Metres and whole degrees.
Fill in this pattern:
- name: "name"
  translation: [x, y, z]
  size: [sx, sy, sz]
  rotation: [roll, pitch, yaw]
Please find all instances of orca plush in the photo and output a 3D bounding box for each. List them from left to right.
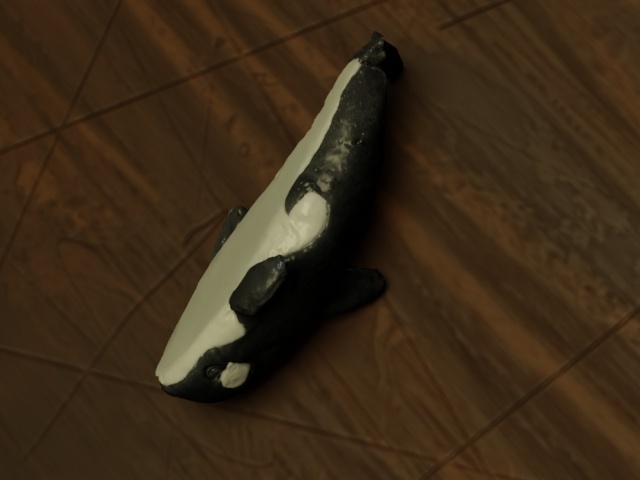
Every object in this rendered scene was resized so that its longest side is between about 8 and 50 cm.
- name: "orca plush"
  translation: [0.000, 0.000, 1.326]
  size: [0.287, 0.102, 0.151]
  rotation: [-63, 20, -13]
